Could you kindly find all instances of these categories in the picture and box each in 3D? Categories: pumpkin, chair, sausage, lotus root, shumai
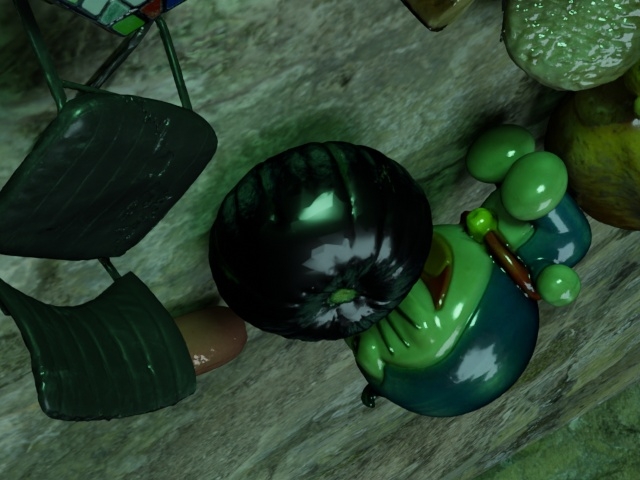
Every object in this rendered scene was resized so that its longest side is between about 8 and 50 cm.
[{"bbox_3d":[0.000,0.000,0.945,0.202,0.140,0.202,-14,146,-10],"label":"pumpkin"},{"bbox_3d":[-0.131,-0.024,0.627,0.145,0.221,0.140,-45,153,23],"label":"chair"},{"bbox_3d":[-0.144,0.107,1.049,0.154,0.062,0.062,-19,151,-30],"label":"sausage"},{"bbox_3d":[0.332,-0.104,1.155,0.193,0.193,0.291,-40,157,11],"label":"lotus root"},{"bbox_3d":[0.208,-0.197,0.903,0.145,0.145,0.116,-41,-164,15],"label":"shumai"}]

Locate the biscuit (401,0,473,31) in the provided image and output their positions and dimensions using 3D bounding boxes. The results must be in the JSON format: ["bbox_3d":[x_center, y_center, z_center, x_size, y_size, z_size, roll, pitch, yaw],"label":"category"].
[{"bbox_3d":[0.135,-0.233,0.792,0.188,0.052,0.056,-45,166,24],"label":"biscuit"}]

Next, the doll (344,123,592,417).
[{"bbox_3d":[0.152,0.053,1.113,0.186,0.198,0.322,36,106,-30],"label":"doll"}]

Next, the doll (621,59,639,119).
[{"bbox_3d":[0.326,-0.213,0.995,0.209,0.097,0.137,-51,143,-31],"label":"doll"}]

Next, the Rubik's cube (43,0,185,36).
[{"bbox_3d":[-0.112,-0.159,0.560,0.111,0.093,0.111,-29,155,-15],"label":"Rubik's cube"}]
